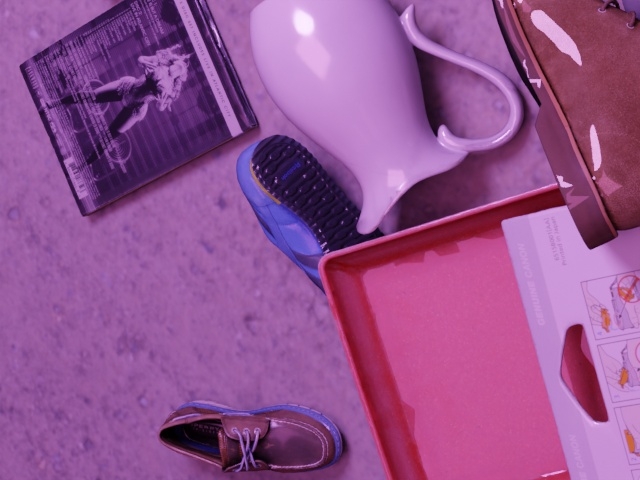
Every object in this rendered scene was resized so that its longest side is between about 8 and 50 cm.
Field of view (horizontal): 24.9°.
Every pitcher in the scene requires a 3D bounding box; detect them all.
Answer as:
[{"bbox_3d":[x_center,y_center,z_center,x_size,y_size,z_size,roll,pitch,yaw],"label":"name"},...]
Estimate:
[{"bbox_3d":[0.052,-0.136,1.199,0.178,0.125,0.207,-31,95,10],"label":"pitcher"}]

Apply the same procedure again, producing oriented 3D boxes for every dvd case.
[{"bbox_3d":[-0.177,-0.139,1.371,0.221,0.018,0.164,-25,87,31],"label":"dvd case"}]

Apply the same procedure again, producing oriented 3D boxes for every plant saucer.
[{"bbox_3d":[0.157,0.097,1.199,0.259,0.048,0.258,-18,92,20],"label":"plant saucer"}]

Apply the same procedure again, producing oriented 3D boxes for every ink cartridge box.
[{"bbox_3d":[0.287,0.084,1.105,0.239,0.060,0.275,-14,92,36],"label":"ink cartridge box"}]

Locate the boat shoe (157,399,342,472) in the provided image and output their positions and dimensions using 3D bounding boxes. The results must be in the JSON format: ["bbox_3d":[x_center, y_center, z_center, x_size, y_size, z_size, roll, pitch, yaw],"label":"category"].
[{"bbox_3d":[-0.069,0.191,1.353,0.183,0.066,0.066,0,100,29],"label":"boat shoe"}]

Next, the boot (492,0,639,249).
[{"bbox_3d":[0.200,-0.147,1.095,0.115,0.112,0.305,-24,66,13],"label":"boot"}]

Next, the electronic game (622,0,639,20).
[{"bbox_3d":[0.327,-0.212,1.059,0.229,0.048,0.229,3,96,33],"label":"electronic game"}]

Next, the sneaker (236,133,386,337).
[{"bbox_3d":[0.000,0.000,1.286,0.209,0.069,0.082,52,156,-1],"label":"sneaker"}]
